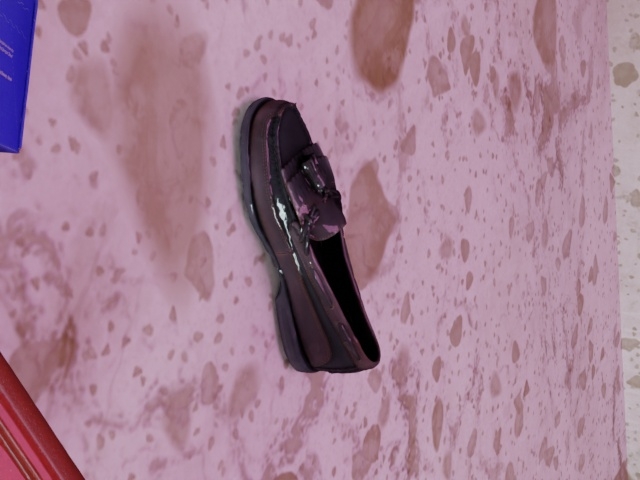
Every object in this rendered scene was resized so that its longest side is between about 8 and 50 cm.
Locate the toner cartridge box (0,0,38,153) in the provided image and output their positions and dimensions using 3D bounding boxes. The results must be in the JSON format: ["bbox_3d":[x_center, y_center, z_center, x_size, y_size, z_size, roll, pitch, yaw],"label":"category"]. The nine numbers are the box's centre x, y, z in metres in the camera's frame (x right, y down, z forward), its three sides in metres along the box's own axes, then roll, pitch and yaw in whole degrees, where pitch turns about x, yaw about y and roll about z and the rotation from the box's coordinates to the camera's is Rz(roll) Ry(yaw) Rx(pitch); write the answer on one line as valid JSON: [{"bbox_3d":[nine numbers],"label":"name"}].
[{"bbox_3d":[-0.217,-0.146,0.416,0.348,0.075,0.165,87,7,-86],"label":"toner cartridge box"}]

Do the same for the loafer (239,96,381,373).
[{"bbox_3d":[0.000,0.000,0.932,0.109,0.095,0.302,-42,128,-50],"label":"loafer"}]

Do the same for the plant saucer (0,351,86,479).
[{"bbox_3d":[-0.255,0.126,0.459,0.258,0.048,0.259,-41,111,-40],"label":"plant saucer"}]
